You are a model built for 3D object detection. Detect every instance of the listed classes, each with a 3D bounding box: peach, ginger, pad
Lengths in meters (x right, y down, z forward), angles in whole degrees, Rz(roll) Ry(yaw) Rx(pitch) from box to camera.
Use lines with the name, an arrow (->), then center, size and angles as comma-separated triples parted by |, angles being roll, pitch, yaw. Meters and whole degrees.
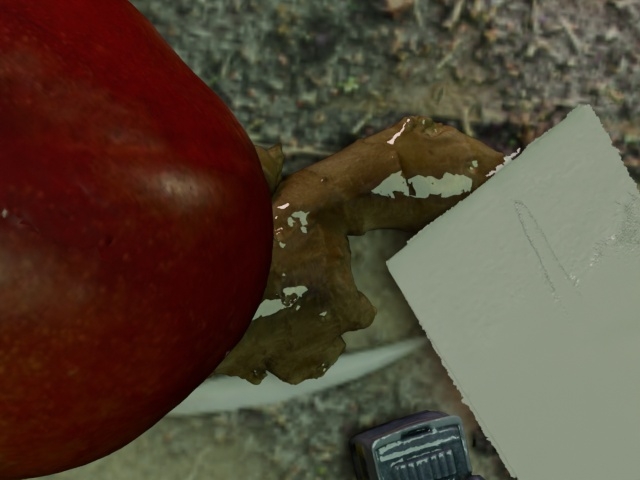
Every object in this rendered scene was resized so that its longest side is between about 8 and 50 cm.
peach -> -0.144, -0.008, 0.816 | 0.245, 0.275, 0.249 | 12, 96, 0
ginger -> 0.008, 0.007, 0.978 | 0.214, 0.059, 0.133 | -10, 88, -16
pad -> 0.145, 0.054, 1.015 | 0.156, 0.004, 0.232 | -39, 114, -14

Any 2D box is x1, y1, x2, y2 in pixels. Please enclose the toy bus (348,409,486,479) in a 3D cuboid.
toy bus -> 0.066, 0.187, 0.992 | 0.064, 0.075, 0.190 | -15, 98, -12
